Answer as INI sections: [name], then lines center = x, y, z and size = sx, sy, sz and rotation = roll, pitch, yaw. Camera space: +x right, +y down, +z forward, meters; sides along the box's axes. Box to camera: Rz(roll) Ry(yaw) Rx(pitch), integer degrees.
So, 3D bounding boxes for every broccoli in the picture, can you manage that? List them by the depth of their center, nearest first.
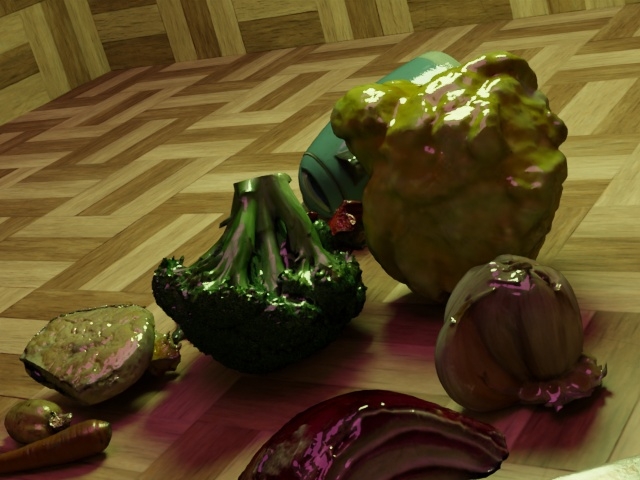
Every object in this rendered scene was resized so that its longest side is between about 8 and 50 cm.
[broccoli]
center = -0.085, 0.050, 1.459
size = 0.308, 0.275, 0.308
rotation = -6, -4, 0

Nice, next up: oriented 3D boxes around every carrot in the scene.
[carrot]
center = -0.375, 0.284, 1.375
size = 0.216, 0.048, 0.048
rotation = -18, 21, 10

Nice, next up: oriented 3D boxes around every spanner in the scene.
[spanner]
center = -0.230, 0.112, 1.720
size = 0.054, 0.015, 0.254
rotation = -17, 22, -5

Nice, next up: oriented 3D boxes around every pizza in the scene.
[pizza]
center = -0.280, 0.173, 1.553
size = 0.199, 0.062, 0.188
rotation = 7, 44, 34

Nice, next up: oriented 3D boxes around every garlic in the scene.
[garlic]
center = 0.245, 0.108, 1.195
size = 0.207, 0.207, 0.257
rotation = -20, -15, -12

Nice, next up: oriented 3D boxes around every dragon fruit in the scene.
[dragon fruit]
center = 0.016, 0.001, 1.622
size = 0.092, 0.192, 0.122
rotation = -5, 53, -41

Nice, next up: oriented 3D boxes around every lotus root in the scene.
[lotus root]
center = -0.391, 0.251, 1.431
size = 0.152, 0.063, 0.072
rotation = -6, 11, 42

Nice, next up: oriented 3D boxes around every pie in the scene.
[pie]
center = -0.327, 0.153, 1.504
size = 0.218, 0.052, 0.185
rotation = 18, 52, 45

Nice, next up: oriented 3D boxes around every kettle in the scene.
[kettle]
center = 0.109, -0.147, 1.889
size = 0.342, 0.247, 0.319
rotation = -31, -6, -15

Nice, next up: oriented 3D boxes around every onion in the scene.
[onion]
center = -0.001, 0.235, 1.059
size = 0.314, 0.146, 0.280
rotation = -35, 14, -31

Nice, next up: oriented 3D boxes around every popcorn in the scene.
[popcorn]
center = 0.184, -0.080, 1.466
size = 0.292, 0.334, 0.293
rotation = -8, -6, -15

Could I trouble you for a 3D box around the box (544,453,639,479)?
[box]
center = 0.233, 0.278, 0.947
size = 0.201, 0.058, 0.141
rotation = -14, 22, 1
